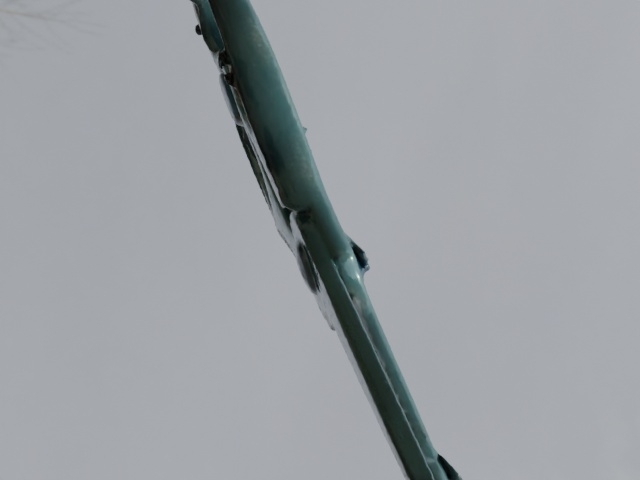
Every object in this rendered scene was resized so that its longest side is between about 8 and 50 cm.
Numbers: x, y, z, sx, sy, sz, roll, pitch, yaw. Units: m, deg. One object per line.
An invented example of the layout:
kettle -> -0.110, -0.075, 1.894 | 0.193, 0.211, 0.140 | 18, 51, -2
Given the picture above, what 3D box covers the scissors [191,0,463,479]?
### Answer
scissors -> 0.001, 0.000, 0.560 | 0.032, 0.180, 0.393 | -22, -131, -3
